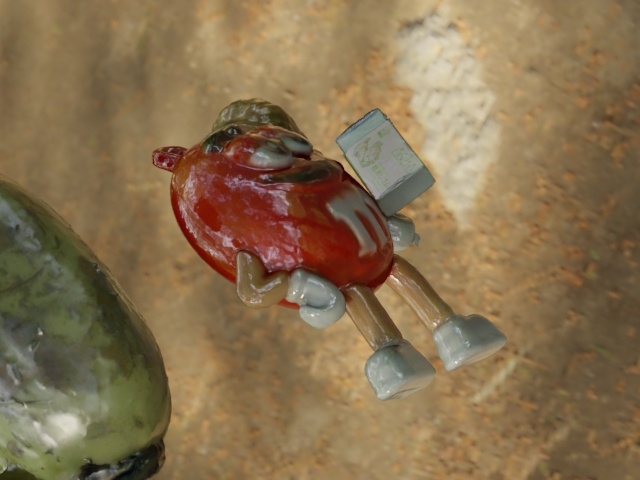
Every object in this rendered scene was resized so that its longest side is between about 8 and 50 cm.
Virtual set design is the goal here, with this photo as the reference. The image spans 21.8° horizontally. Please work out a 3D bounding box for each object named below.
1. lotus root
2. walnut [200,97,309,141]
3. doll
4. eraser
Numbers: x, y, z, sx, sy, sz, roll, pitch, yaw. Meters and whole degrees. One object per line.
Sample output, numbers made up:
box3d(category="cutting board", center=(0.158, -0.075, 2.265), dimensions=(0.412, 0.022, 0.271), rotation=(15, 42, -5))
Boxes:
box3d(category="lotus root", center=(-0.217, 0.047, 1.122), dimensions=(0.309, 0.173, 0.173), rotation=(49, 116, 6))
box3d(category="walnut", center=(-0.043, -0.048, 1.097), dimensions=(0.082, 0.096, 0.079), rotation=(-2, 58, 22))
box3d(category="doll", center=(0.000, 0.000, 0.953), dimensions=(0.217, 0.183, 0.085), rotation=(41, 114, 17))
box3d(category="eraser", center=(0.039, -0.049, 1.022), dimensions=(0.038, 0.019, 0.083), rotation=(-38, 34, 5))
